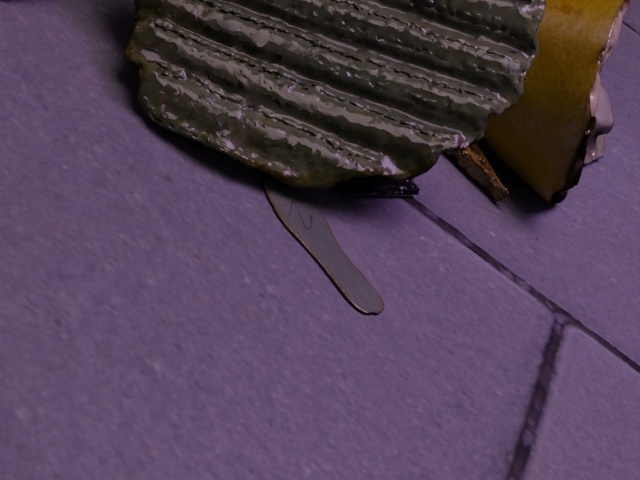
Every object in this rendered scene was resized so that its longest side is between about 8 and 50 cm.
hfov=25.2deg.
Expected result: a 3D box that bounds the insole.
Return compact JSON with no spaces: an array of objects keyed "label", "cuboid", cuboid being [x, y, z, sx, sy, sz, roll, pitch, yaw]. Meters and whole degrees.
[{"label":"insole","cuboid":[0.000,0.000,1.368,0.064,0.004,0.188,-7,52,-49]}]

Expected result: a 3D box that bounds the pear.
[{"label":"pear","cuboid":[0.251,-0.187,1.695,0.178,0.267,0.267,17,29,11]}]

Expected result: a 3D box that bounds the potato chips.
[{"label":"potato chips","cuboid":[0.012,-0.220,1.423,0.429,0.070,0.359,16,76,-8]}]

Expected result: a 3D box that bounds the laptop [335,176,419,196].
[{"label":"laptop","cuboid":[0.018,-0.113,1.531,0.129,0.016,0.180,-2,48,-49]}]

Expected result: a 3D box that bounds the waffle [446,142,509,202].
[{"label":"waffle","cuboid":[0.153,-0.106,1.652,0.097,0.023,0.153,11,39,-36]}]

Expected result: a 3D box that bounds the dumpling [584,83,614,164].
[{"label":"dumpling","cuboid":[0.336,-0.168,1.874,0.150,0.092,0.176,41,23,-23]}]
